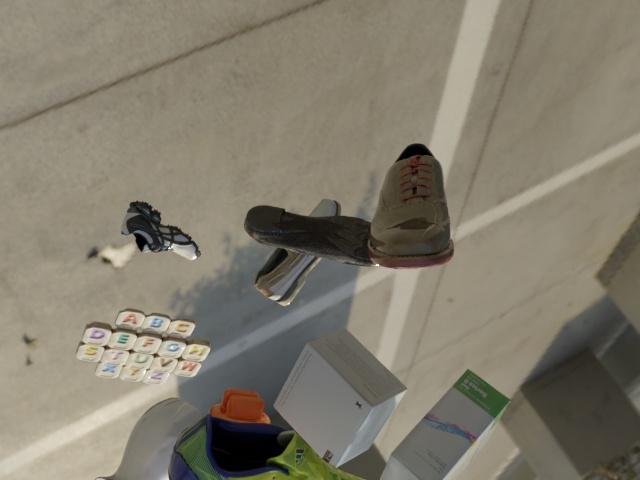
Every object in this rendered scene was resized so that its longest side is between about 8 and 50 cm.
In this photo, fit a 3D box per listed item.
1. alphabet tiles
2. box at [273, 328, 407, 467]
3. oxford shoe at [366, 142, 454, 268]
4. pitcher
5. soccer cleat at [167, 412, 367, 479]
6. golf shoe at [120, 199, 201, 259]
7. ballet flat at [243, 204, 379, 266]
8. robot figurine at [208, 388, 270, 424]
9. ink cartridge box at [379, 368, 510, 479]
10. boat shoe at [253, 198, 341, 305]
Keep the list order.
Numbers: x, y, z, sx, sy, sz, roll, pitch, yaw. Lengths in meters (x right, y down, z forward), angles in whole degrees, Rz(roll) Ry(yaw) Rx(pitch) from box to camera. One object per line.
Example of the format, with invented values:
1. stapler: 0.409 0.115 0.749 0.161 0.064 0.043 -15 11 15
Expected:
1. alphabet tiles: -0.401 0.250 1.978 0.284 0.021 0.278 13 136 -21
2. box: 0.035 0.301 1.668 0.119 0.182 0.181 -14 140 -50
3. oxford shoe: 0.127 -0.055 1.263 0.123 0.348 0.130 -2 109 4
4. pitcher: -0.290 0.408 1.589 0.207 0.125 0.177 -54 132 -37
5. soccer cleat: -0.024 0.267 0.964 0.289 0.093 0.121 21 119 -19
6. golf shoe: -0.350 0.000 1.888 0.198 0.077 0.094 39 67 -29
7. ballet flat: 0.000 0.000 1.384 0.250 0.084 0.058 11 137 2
8. robot figurine: -0.173 0.408 1.725 0.128 0.158 0.219 4 100 -58
9. ink cartridge box: 0.198 0.335 1.419 0.212 0.093 0.154 -42 157 -31
10. boat shoe: -0.058 0.018 2.209 0.103 0.113 0.302 29 93 -23
